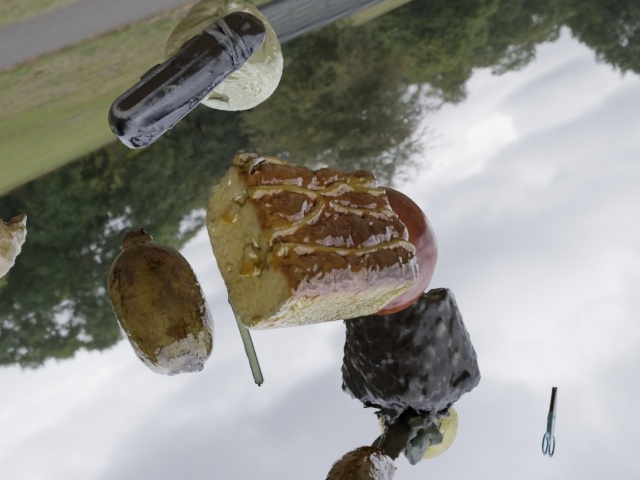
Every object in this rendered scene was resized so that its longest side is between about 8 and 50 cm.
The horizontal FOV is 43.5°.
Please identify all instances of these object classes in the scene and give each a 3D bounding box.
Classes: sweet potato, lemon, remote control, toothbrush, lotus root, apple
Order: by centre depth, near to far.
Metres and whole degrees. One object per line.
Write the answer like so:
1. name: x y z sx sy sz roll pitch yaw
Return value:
1. sweet potato: 0.031 0.339 0.950 0.092 0.114 0.341 -3 -157 18
2. remote control: -0.190 -0.236 1.126 0.266 0.090 0.066 -42 161 -5
3. apple: 0.082 0.018 1.241 0.201 0.201 0.162 -24 167 7
4. lotus root: -0.252 0.092 1.257 0.145 0.260 0.128 -4 152 -43
5. toothbrush: -0.160 0.145 1.578 0.026 0.294 0.028 -18 173 14
6. lemon: 0.214 0.401 1.776 0.173 0.174 0.206 -18 165 34

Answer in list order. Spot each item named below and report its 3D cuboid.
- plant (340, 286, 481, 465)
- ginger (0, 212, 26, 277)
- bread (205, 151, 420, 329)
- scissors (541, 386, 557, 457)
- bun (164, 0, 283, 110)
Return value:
1. plant: 0.159 0.244 1.418 0.215 0.313 0.213 -3 173 -39
2. ginger: -0.573 0.048 1.257 0.267 0.152 0.138 -57 -152 -8
3. bread: 0.000 0.000 0.964 0.114 0.185 0.274 -34 160 31
4. scissors: 0.395 0.309 1.372 0.014 0.119 0.058 0 160 36
5. bun: -0.183 -0.366 1.520 0.244 0.244 0.153 -34 163 -35
